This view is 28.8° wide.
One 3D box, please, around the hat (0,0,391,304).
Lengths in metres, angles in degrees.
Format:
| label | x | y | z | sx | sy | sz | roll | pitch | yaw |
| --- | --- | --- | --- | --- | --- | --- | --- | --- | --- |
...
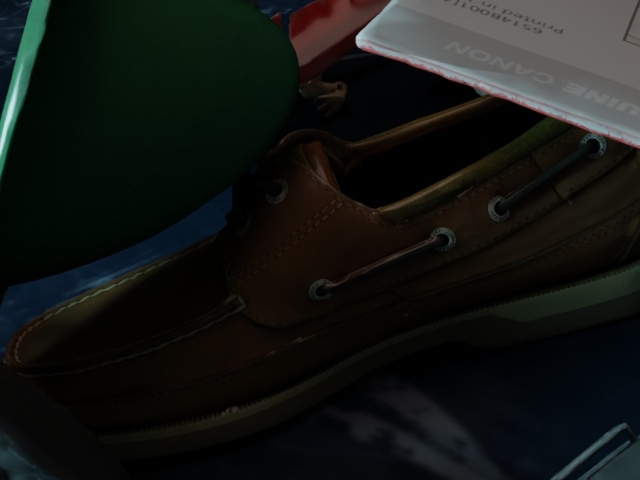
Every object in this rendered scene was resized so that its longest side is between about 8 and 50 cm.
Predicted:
| label | x | y | z | sx | sy | sz | roll | pitch | yaw |
| --- | --- | --- | --- | --- | --- | --- | --- | --- | --- |
| hat | -0.021 | -0.043 | 0.489 | 0.184 | 0.208 | 0.173 | 14 | 9 | -9 |

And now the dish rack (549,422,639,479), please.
| label | x | y | z | sx | sy | sz | roll | pitch | yaw |
| --- | --- | --- | --- | --- | --- | --- | --- | --- | --- |
| dish rack | 0.148 | 0.110 | 0.301 | 0.208 | 0.074 | 0.271 | -34 | 33 | -30 |

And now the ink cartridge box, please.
| label | x | y | z | sx | sy | sz | roll | pitch | yaw |
| --- | --- | --- | --- | --- | --- | --- | --- | --- | --- |
| ink cartridge box | 0.179 | -0.043 | 0.425 | 0.296 | 0.066 | 0.261 | 22 | 37 | 10 |

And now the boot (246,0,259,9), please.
| label | x | y | z | sx | sy | sz | roll | pitch | yaw |
| --- | --- | --- | --- | --- | --- | --- | --- | --- | --- |
| boot | -0.079 | -0.100 | 0.636 | 0.095 | 0.123 | 0.258 | -1 | -4 | 10 |

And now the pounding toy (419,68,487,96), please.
| label | x | y | z | sx | sy | sz | roll | pitch | yaw |
| --- | --- | --- | --- | --- | --- | --- | --- | --- | --- |
| pounding toy | 0.170 | -0.183 | 0.715 | 0.269 | 0.154 | 0.155 | -28 | 31 | -18 |

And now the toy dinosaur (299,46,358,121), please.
| label | x | y | z | sx | sy | sz | roll | pitch | yaw |
| --- | --- | --- | --- | --- | --- | --- | --- | --- | --- |
| toy dinosaur | -0.015 | -0.114 | 0.797 | 0.183 | 0.053 | 0.092 | -18 | 28 | -2 |

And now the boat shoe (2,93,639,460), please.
| label | x | y | z | sx | sy | sz | roll | pitch | yaw |
| --- | --- | --- | --- | --- | --- | --- | --- | --- | --- |
| boat shoe | 0.000 | 0.000 | 0.535 | 0.307 | 0.104 | 0.110 | -18 | 29 | -2 |

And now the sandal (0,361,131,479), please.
| label | x | y | z | sx | sy | sz | roll | pitch | yaw |
| --- | --- | --- | --- | --- | --- | --- | --- | --- | --- |
| sandal | -0.254 | 0.058 | 0.501 | 0.446 | 0.167 | 0.107 | 0 | 37 | 28 |
